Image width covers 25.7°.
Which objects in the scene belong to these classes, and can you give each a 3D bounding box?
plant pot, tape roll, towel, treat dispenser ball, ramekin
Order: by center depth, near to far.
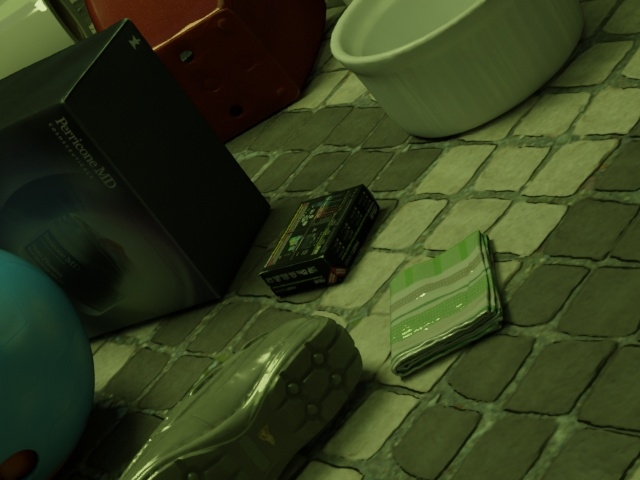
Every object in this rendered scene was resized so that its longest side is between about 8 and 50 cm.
[{"bbox_3d":[0.109,0.053,1.281,0.113,0.023,0.152,-28,26,16],"label":"towel"},{"bbox_3d":[-0.378,0.144,1.442,0.288,0.288,0.288,-29,26,16],"label":"treat dispenser ball"},{"bbox_3d":[0.162,-0.241,1.583,0.277,0.135,0.277,-30,26,16],"label":"ramekin"},{"bbox_3d":[-0.156,-0.283,1.952,0.267,0.267,0.236,-29,40,18],"label":"plant pot"},{"bbox_3d":[-0.522,-0.358,2.536,0.169,0.246,0.246,-35,25,6],"label":"tape roll"}]

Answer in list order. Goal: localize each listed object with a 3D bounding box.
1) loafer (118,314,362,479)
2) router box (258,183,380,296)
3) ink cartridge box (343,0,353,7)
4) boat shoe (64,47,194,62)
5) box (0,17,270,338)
[{"bbox_3d":[-0.093,0.187,1.227,0.319,0.112,0.111,-42,19,-27],"label":"loafer"},{"bbox_3d":[0.000,0.000,1.494,0.092,0.038,0.122,-14,33,39],"label":"router box"},{"bbox_3d":[0.040,-0.387,2.004,0.052,0.122,0.088,-27,27,13],"label":"ink cartridge box"},{"bbox_3d":[-0.294,-0.286,2.210,0.158,0.127,0.340,-22,4,-36],"label":"boat shoe"},{"bbox_3d":[-0.274,-0.056,1.640,0.294,0.296,0.183,-19,30,34],"label":"box"}]
